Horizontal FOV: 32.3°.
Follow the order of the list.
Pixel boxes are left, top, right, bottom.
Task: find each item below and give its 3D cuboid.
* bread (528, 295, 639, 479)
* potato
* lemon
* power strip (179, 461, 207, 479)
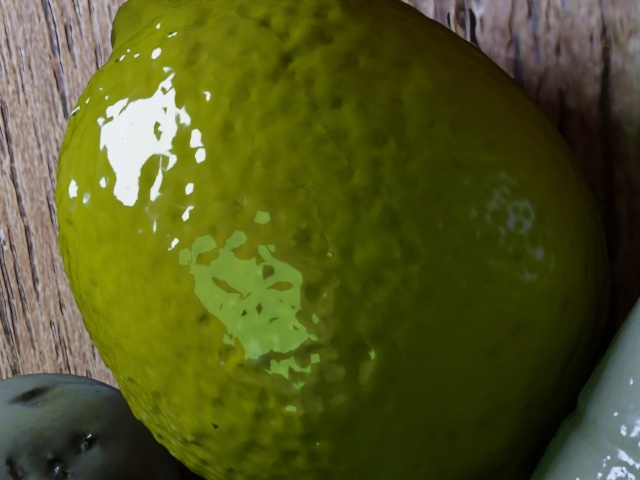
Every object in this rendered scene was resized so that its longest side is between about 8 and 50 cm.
[{"bbox_3d":[0.170,0.088,0.441,0.134,0.148,0.141,35,104,30],"label":"bread"},{"bbox_3d":[-0.193,0.255,0.826,0.243,0.221,0.326,50,145,45],"label":"potato"},{"bbox_3d":[0.000,0.000,0.542,0.320,0.245,0.245,51,134,13],"label":"lemon"},{"bbox_3d":[-0.109,0.081,0.831,0.092,0.034,0.268,-36,77,46],"label":"power strip"}]
